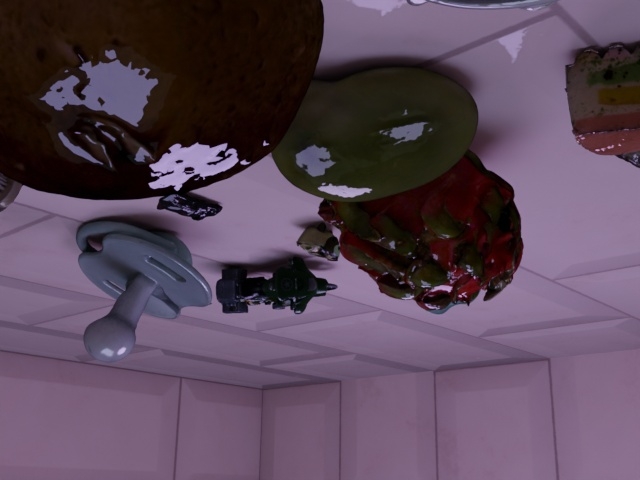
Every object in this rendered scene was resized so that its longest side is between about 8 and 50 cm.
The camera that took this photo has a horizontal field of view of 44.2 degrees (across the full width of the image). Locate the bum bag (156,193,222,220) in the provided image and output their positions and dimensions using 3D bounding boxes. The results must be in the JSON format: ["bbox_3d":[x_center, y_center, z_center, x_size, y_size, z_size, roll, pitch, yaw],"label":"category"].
[{"bbox_3d":[-0.229,-0.059,1.367,0.058,0.034,0.124,-30,148,33],"label":"bum bag"}]

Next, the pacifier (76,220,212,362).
[{"bbox_3d":[-0.382,0.108,1.545,0.288,0.269,0.343,36,145,-19],"label":"pacifier"}]

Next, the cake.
[{"bbox_3d":[0.396,-0.164,0.890,0.225,0.109,0.090,-5,161,20],"label":"cake"}]

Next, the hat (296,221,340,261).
[{"bbox_3d":[0.001,0.000,1.503,0.076,0.059,0.077,7,164,39],"label":"hat"}]

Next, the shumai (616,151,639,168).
[{"bbox_3d":[0.455,-0.118,1.064,0.098,0.087,0.124,6,163,-21],"label":"shumai"}]

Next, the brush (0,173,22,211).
[{"bbox_3d":[-0.635,-0.074,1.308,0.327,0.070,0.065,-7,142,28],"label":"brush"}]

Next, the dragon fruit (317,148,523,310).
[{"bbox_3d":[0.145,-0.022,1.143,0.302,0.237,0.231,21,166,7],"label":"dragon fruit"}]

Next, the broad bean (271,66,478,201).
[{"bbox_3d":[0.066,-0.126,0.981,0.263,0.121,0.189,-4,133,5],"label":"broad bean"}]

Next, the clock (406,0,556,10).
[{"bbox_3d":[0.137,-0.276,0.562,0.265,0.109,0.324,14,159,-39],"label":"clock"}]

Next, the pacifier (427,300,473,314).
[{"bbox_3d":[0.275,0.089,1.734,0.150,0.127,0.116,-26,-159,-1],"label":"pacifier"}]

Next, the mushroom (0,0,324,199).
[{"bbox_3d":[-0.157,-0.193,0.708,0.331,0.356,0.334,5,122,12],"label":"mushroom"}]

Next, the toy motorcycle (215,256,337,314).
[{"bbox_3d":[-0.111,0.107,1.741,0.274,0.125,0.187,-6,170,19],"label":"toy motorcycle"}]
